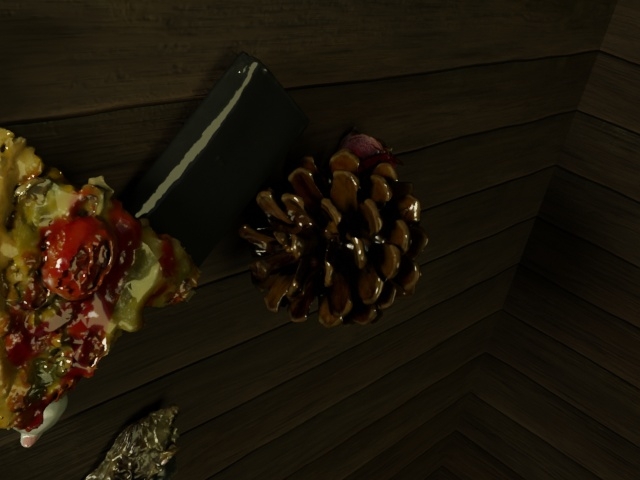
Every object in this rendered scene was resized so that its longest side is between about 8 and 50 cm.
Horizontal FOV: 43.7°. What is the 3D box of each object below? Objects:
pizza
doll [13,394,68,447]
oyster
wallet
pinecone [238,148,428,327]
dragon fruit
[{"bbox_3d":[-0.331,0.048,1.192,0.406,0.130,0.440,-9,108,-43],"label":"pizza"},{"bbox_3d":[-0.455,0.233,1.300,0.107,0.110,0.181,0,118,-49],"label":"doll"},{"bbox_3d":[-0.383,0.505,1.658,0.361,0.096,0.221,-51,155,-7],"label":"oyster"},{"bbox_3d":[-0.195,-0.111,1.393,0.406,0.062,0.228,-52,145,-4],"label":"wallet"},{"bbox_3d":[0.000,0.000,1.544,0.384,0.384,0.384,-35,141,-33],"label":"pinecone"},{"bbox_3d":[0.094,-0.189,1.720,0.147,0.096,0.102,-19,149,19],"label":"dragon fruit"}]
